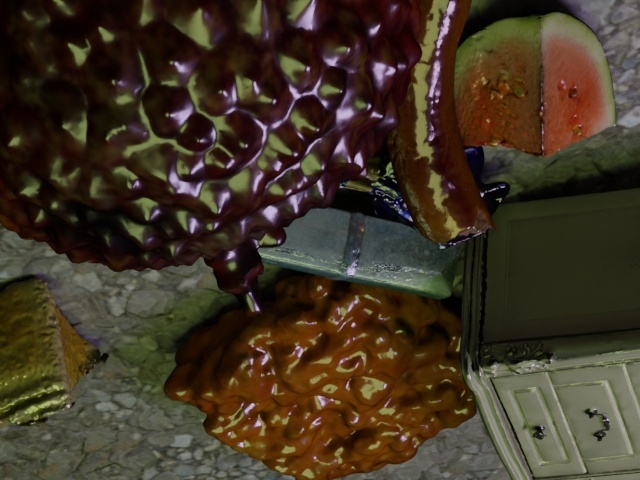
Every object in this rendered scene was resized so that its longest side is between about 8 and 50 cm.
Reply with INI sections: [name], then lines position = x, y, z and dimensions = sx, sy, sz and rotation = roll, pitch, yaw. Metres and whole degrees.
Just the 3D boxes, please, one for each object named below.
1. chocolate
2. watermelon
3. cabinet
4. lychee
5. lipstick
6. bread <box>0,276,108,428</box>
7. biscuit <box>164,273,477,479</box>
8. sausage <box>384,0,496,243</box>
[chocolate]
position = 0.048, -0.073, 1.901
dimensions = 0.343, 0.126, 0.148
rotation = 8, 97, -24
[watermelon]
position = 0.187, -0.146, 1.856
dimensions = 0.145, 0.137, 0.193
rotation = 8, 153, 38
[cabinet]
position = 0.338, 0.111, 2.031
dimensions = 0.318, 0.227, 0.290
rotation = -7, 141, 17
[lychee]
position = -0.125, -0.159, 1.542
dimensions = 0.424, 0.424, 0.500
rotation = -9, 114, 1
[lipstick]
position = 0.000, 0.000, 1.979
dimensions = 0.289, 0.076, 0.077
rotation = 11, 177, -17
[bread]
position = -0.315, 0.150, 2.089
dimensions = 0.140, 0.169, 0.160
rotation = -17, 154, 8
[biscuit]
position = 0.025, 0.154, 2.167
dimensions = 0.318, 0.110, 0.312
rotation = -33, 133, 27
[sausage]
position = 0.104, -0.131, 1.799
dimensions = 0.103, 0.076, 0.302
rotation = 1, 116, 19
